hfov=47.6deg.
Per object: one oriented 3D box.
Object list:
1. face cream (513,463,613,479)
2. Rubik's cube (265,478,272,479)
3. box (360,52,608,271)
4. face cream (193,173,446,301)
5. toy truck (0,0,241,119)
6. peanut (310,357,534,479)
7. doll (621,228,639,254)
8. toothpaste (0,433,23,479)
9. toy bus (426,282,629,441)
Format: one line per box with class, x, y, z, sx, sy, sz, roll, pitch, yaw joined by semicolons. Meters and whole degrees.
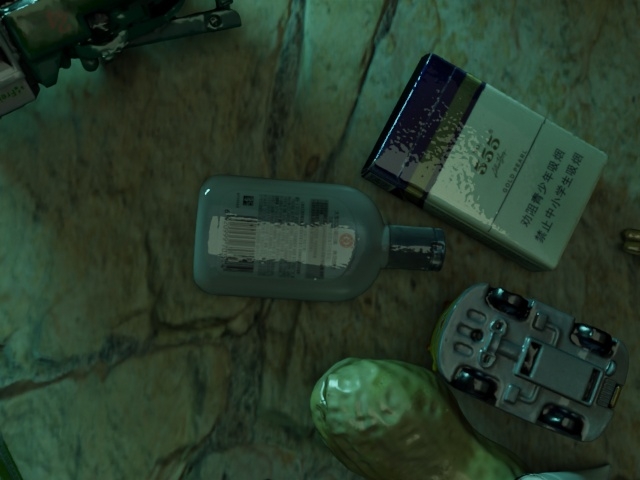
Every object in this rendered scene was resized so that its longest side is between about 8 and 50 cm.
face cream;0.281;0.292;0.812;0.058;0.243;0.092;17;85;40
Rubik's cube;0.079;0.404;0.780;0.234;0.250;0.285;-1;81;-19
box;0.198;-0.092;0.882;0.259;0.071;0.168;30;83;-3
face cream;0.000;0.000;0.852;0.291;0.071;0.144;2;87;-6
toy truck;-0.277;-0.258;0.786;0.363;0.176;0.178;-25;112;-10
peanut;0.125;0.243;0.822;0.313;0.149;0.149;41;83;-5
doll;0.432;0.007;0.914;0.093;0.051;0.062;27;55;-7
toothpaste;-0.341;0.347;0.791;0.081;0.067;0.337;-26;90;-8
toy bus;0.226;0.134;0.837;0.209;0.136;0.126;24;84;-4
